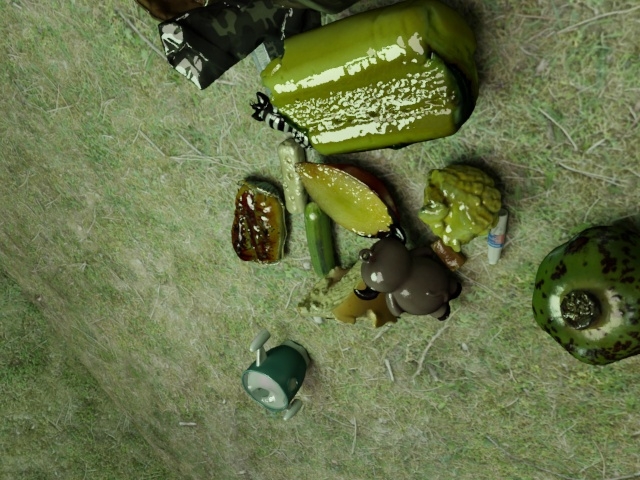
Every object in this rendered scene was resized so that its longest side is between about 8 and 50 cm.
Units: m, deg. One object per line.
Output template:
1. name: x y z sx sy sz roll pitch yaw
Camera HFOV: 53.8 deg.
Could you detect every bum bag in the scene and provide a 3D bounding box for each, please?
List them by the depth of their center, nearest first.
1. bum bag: -0.140 -0.416 1.208 0.144 0.340 0.095 63 173 -20

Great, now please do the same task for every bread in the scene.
1. bread: 0.107 -0.297 1.148 0.377 0.208 0.251 -2 133 39
2. bread: 0.282 0.029 1.395 0.083 0.036 0.047 48 133 -7
3. bread: 0.094 0.167 1.524 0.184 0.224 0.211 -5 126 46

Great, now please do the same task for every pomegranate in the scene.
1. pomegranate: 0.501 0.101 1.126 0.254 0.271 0.254 3 95 38

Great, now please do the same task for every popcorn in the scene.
1. popcorn: 0.276 -0.064 1.256 0.174 0.142 0.173 8 110 22

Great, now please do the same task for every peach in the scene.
1. peach: 0.067 -0.107 1.432 0.279 0.068 0.189 38 145 2

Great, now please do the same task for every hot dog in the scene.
1. hot dog: -0.163 -0.040 1.649 0.163 0.082 0.270 23 132 20

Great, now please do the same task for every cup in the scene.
1. cup: -0.121 0.392 1.879 0.168 0.173 0.299 -2 121 37

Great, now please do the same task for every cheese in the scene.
1. cheese: -0.063 -0.151 1.516 0.065 0.043 0.194 11 126 25

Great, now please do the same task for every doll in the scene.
1. doll: 0.191 0.080 1.395 0.257 0.182 0.117 27 177 -15
2. doll: -0.061 -0.263 1.410 0.219 0.067 0.091 30 151 6

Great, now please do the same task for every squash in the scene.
1. squash: 0.000 0.000 1.568 0.066 0.066 0.228 13 130 30

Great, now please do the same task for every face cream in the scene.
1. face cream: 0.365 -0.005 1.307 0.034 0.034 0.130 18 132 26

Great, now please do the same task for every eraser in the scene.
1. eraser: -0.098 -0.391 1.320 0.046 0.092 0.212 -4 119 40

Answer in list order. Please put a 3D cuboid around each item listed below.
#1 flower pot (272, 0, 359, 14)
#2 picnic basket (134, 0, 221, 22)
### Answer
1. flower pot: -0.002 -0.505 1.014 0.213 0.302 0.301 47 145 39
2. picnic basket: -0.315 -0.556 1.197 0.293 0.337 0.337 35 136 11
